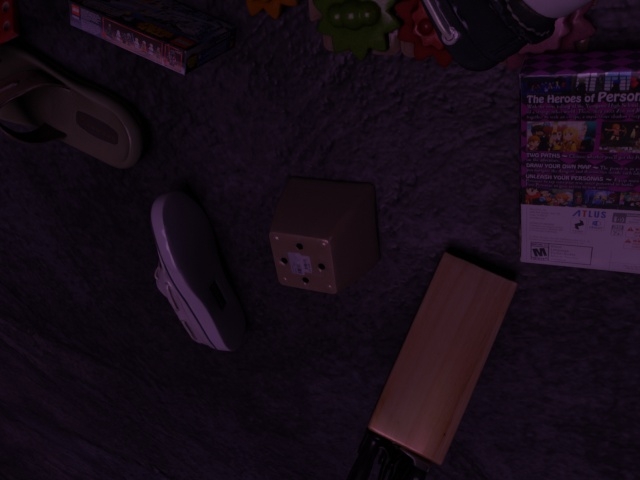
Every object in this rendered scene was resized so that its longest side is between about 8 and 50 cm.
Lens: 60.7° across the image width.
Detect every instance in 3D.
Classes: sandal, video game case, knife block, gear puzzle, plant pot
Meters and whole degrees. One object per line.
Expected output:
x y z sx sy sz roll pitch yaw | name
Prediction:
-0.369 -0.173 0.707 0.302 0.086 0.120 22 131 13 | sandal
0.286 -0.054 0.449 0.231 0.042 0.210 5 136 26 | video game case
0.110 0.184 0.606 0.088 0.242 0.276 23 131 10 | knife block
0.057 -0.234 0.457 0.338 0.044 0.176 12 128 21 | gear puzzle
0.000 0.000 0.628 0.109 0.096 0.109 7 126 23 | plant pot

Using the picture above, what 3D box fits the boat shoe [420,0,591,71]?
0.067 -0.257 0.350 0.091 0.114 0.303 -31 74 54 | boat shoe

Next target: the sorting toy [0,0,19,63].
-0.439 -0.258 0.670 0.274 0.046 0.133 -15 79 24 | sorting toy

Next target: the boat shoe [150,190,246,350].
-0.188 0.050 0.776 0.088 0.096 0.268 0 131 23 | boat shoe

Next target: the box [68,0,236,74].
-0.169 -0.220 0.559 0.136 0.094 0.027 26 131 10 | box
